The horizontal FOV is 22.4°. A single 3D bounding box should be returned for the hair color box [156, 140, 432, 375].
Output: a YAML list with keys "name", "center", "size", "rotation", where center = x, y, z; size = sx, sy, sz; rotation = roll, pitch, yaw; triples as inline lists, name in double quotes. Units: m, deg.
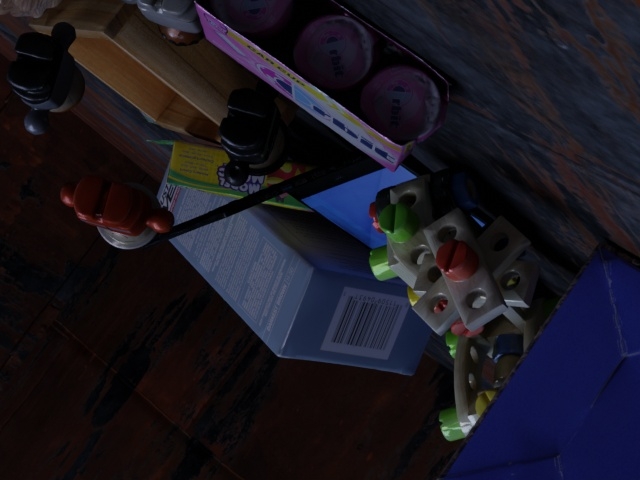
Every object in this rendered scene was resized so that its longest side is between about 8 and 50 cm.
- name: "hair color box"
  center: [-0.036, 0.014, 1.877]
  size: [0.185, 0.113, 0.374]
  rotation: [11, -162, -33]

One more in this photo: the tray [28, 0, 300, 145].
- name: "tray"
  center: [-0.178, -0.194, 1.739]
  size: [0.203, 0.076, 0.411]
  rotation: [38, 174, -21]

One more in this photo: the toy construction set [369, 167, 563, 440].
- name: "toy construction set"
  center: [0.130, 0.063, 1.378]
  size: [0.151, 0.215, 0.327]
  rotation: [-9, 148, 13]

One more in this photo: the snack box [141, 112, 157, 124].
- name: "snack box"
  center: [-0.183, -0.169, 2.071]
  size: [0.100, 0.037, 0.141]
  rotation: [19, 173, 7]

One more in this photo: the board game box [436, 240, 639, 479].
- name: "board game box"
  center: [0.255, 0.174, 1.331]
  size: [0.141, 0.232, 0.291]
  rotation: [32, 175, 31]

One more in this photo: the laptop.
- name: "laptop"
  center: [0.000, 0.000, 1.554]
  size: [0.234, 0.264, 0.136]
  rotation: [-19, 94, 64]

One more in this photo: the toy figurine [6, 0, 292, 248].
- name: "toy figurine"
  center: [-0.148, -0.116, 1.404]
  size: [0.209, 0.213, 0.148]
  rotation: [58, -179, 7]

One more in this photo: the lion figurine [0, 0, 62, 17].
- name: "lion figurine"
  center: [-0.386, -0.296, 1.301]
  size: [0.392, 0.142, 0.240]
  rotation: [19, -171, -33]

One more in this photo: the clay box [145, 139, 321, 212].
- name: "clay box"
  center: [-0.077, -0.069, 1.755]
  size: [0.222, 0.053, 0.127]
  rotation: [10, -178, 4]

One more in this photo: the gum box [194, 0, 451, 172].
- name: "gum box"
  center: [0.005, -0.128, 1.163]
  size: [0.188, 0.062, 0.107]
  rotation: [36, 175, 3]
